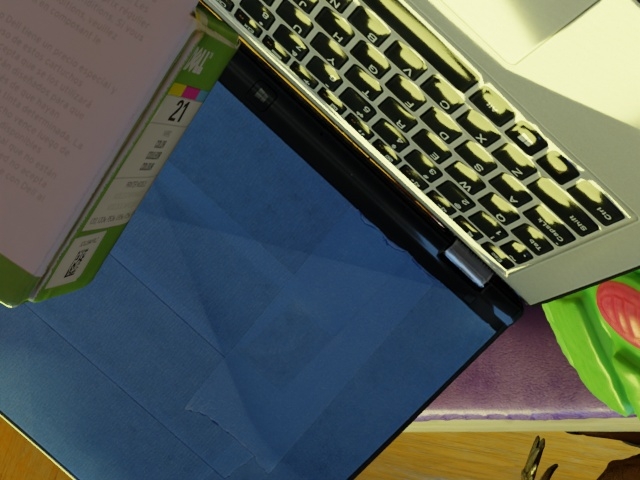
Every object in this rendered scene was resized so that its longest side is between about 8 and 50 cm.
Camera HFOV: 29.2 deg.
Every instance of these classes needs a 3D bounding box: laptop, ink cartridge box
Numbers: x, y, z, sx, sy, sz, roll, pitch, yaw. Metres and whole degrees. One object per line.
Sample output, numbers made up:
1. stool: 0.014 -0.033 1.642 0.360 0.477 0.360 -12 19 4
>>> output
1. laptop: -0.067 -0.029 0.588 0.382 0.236 0.408 42 158 -5
2. ink cartridge box: -0.112 -0.131 0.479 0.188 0.255 0.097 34 -174 3

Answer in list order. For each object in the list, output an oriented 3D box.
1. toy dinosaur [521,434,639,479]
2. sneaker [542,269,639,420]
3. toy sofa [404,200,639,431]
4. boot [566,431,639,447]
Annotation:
1. toy dinosaur: 0.303 0.256 1.214 0.295 0.127 0.200 0 -179 -40
2. sneaker: 0.266 0.003 0.613 0.202 0.185 0.483 -16 -162 -25
3. toy sofa: 0.108 0.067 0.979 0.362 0.150 0.177 -7 150 39
4. boot: 0.391 0.173 1.186 0.280 0.096 0.264 1 156 40
